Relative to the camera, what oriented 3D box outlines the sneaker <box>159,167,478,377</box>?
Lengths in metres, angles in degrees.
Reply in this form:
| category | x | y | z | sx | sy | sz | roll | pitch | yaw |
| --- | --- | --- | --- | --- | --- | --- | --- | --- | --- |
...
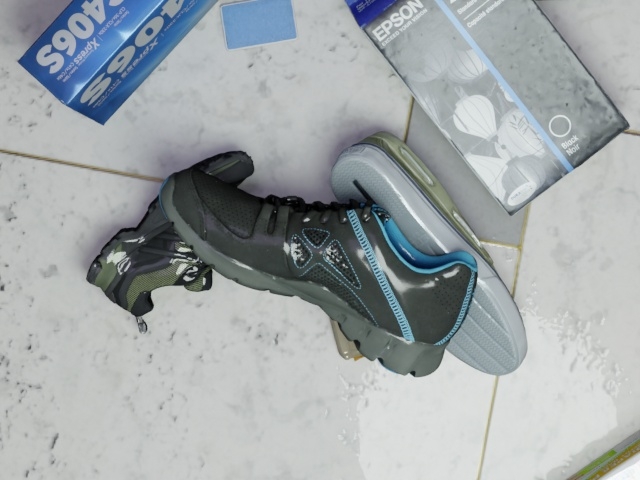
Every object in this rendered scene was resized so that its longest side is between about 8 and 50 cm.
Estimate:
| category | x | y | z | sx | sy | sz | roll | pitch | yaw |
| --- | --- | --- | --- | --- | --- | --- | --- | --- | --- |
| sneaker | 0.000 | 0.000 | 1.367 | 0.341 | 0.125 | 0.139 | 28 | 111 | -2 |

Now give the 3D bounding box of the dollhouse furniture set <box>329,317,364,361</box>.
| category | x | y | z | sx | sy | sz | roll | pitch | yaw |
| --- | --- | --- | --- | --- | --- | --- | --- | --- | --- |
| dollhouse furniture set | 0.038 | 0.053 | 1.477 | 0.076 | 0.058 | 0.151 | -17 | 106 | -4 |

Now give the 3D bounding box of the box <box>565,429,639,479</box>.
| category | x | y | z | sx | sy | sz | roll | pitch | yaw |
| --- | --- | --- | --- | --- | --- | --- | --- | --- | --- |
| box | 0.331 | 0.277 | 1.400 | 0.203 | 0.114 | 0.103 | -35 | 86 | 1 |

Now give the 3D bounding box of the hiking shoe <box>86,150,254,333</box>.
| category | x | y | z | sx | sy | sz | roll | pitch | yaw |
| --- | --- | --- | --- | --- | --- | --- | --- | --- | --- |
| hiking shoe | -0.147 | -0.003 | 1.475 | 0.227 | 0.086 | 0.114 | -41 | 101 | 5 |

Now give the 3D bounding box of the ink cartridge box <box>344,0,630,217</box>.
| category | x | y | z | sx | sy | sz | roll | pitch | yaw |
| --- | --- | --- | --- | --- | --- | --- | --- | --- | --- |
| ink cartridge box | 0.164 | -0.203 | 1.416 | 0.165 | 0.065 | 0.332 | -39 | 96 | 11 |

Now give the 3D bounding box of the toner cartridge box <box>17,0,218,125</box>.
| category | x | y | z | sx | sy | sz | roll | pitch | yaw |
| --- | --- | --- | --- | --- | --- | --- | --- | --- | --- |
| toner cartridge box | -0.163 | -0.283 | 1.436 | 0.075 | 0.165 | 0.348 | 43 | 92 | 4 |

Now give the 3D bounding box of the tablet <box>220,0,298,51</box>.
| category | x | y | z | sx | sy | sz | roll | pitch | yaw |
| --- | --- | --- | --- | --- | --- | --- | --- | --- | --- |
| tablet | -0.070 | -0.247 | 1.506 | 0.083 | 0.006 | 0.054 | -9 | 87 | 3 |

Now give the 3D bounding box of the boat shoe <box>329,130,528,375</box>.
| category | x | y | z | sx | sy | sz | roll | pitch | yaw |
| --- | --- | --- | --- | --- | --- | --- | --- | --- | --- |
| boat shoe | 0.133 | 0.008 | 1.433 | 0.109 | 0.094 | 0.302 | -28 | 102 | 43 |
